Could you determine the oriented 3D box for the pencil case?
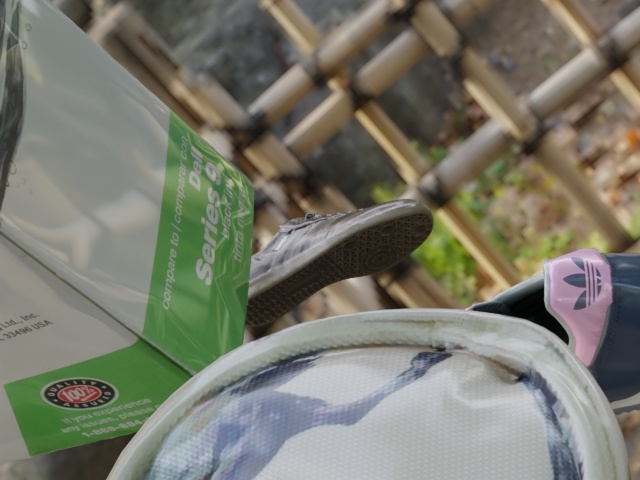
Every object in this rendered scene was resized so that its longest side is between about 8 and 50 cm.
[{"bbox_3d":[0.043,0.190,0.670,0.160,0.410,0.183,13,57,24],"label":"pencil case"}]

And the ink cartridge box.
[{"bbox_3d":[-0.192,-0.024,0.747,0.211,0.289,0.121,-15,53,29],"label":"ink cartridge box"}]

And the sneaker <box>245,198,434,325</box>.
[{"bbox_3d":[0.000,0.000,1.585,0.188,0.066,0.071,-26,52,5],"label":"sneaker"}]

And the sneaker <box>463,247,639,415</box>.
[{"bbox_3d":[0.123,0.087,1.279,0.319,0.131,0.112,-43,39,47],"label":"sneaker"}]
